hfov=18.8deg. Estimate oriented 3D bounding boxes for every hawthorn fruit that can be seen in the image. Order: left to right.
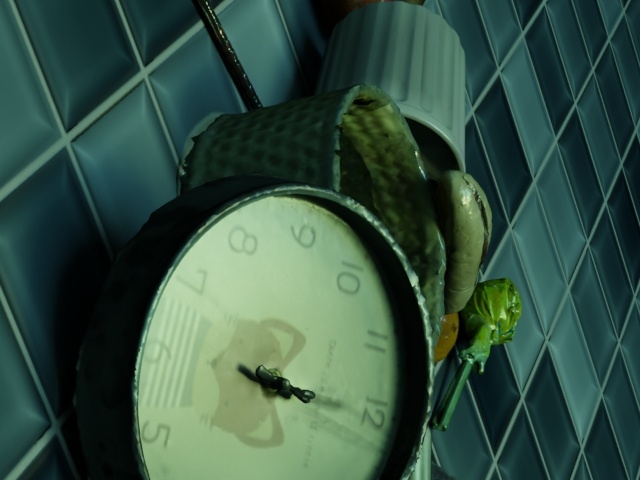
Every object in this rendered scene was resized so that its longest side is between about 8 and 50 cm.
[{"bbox_3d":[0.045,-0.259,2.057,0.093,0.093,0.093,-12,90,-67],"label":"hawthorn fruit"}]

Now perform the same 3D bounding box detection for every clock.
[{"bbox_3d":[-0.042,0.109,1.501,0.325,0.067,0.325,-4,95,-42],"label":"clock"}]

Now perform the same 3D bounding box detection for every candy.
[{"bbox_3d":[0.173,0.134,2.205,0.262,0.073,0.077,-59,143,-50],"label":"candy"}]

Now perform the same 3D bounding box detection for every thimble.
[{"bbox_3d":[0.000,0.000,1.738,0.271,0.150,0.271,-12,90,-68],"label":"thimble"}]

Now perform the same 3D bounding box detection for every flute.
[{"bbox_3d":[-0.093,-0.190,1.794,0.014,0.014,0.269,-73,144,-50],"label":"flute"}]

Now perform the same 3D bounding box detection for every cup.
[{"bbox_3d":[0.064,-0.110,1.971,0.202,0.167,0.221,-81,-177,-46],"label":"cup"}]

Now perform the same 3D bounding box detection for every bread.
[{"bbox_3d":[0.137,0.005,1.884,0.214,0.053,0.073,92,-11,-57],"label":"bread"}]

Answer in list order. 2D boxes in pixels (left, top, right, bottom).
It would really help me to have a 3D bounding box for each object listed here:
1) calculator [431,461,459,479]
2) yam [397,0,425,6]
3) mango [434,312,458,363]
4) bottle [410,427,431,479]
[{"bbox_3d":[0.159,0.343,2.107,0.261,0.021,0.161,43,40,-55],"label":"calculator"},{"bbox_3d":[0.086,-0.248,2.204,0.046,0.046,0.264,67,26,-24],"label":"yam"},{"bbox_3d":[0.091,0.055,2.012,0.105,0.084,0.159,-77,147,-57],"label":"mango"},{"bbox_3d":[0.065,0.291,1.847,0.096,0.079,0.254,113,-18,-55],"label":"bottle"}]
